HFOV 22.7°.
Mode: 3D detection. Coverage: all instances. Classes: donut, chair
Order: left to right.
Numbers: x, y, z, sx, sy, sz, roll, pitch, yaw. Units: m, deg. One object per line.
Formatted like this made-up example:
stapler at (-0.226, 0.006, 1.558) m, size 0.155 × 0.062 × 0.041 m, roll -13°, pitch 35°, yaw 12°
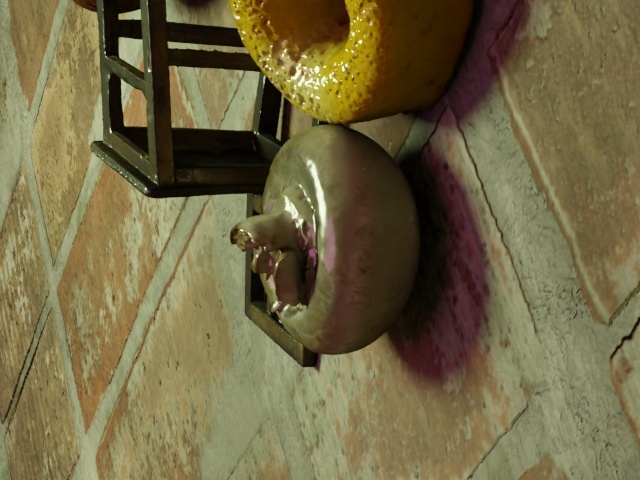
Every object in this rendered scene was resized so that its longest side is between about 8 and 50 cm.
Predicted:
chair at (-0.125, -0.079, 1.764) m, size 0.203 × 0.240 × 0.416 m, roll 33°, pitch 121°, yaw 58°
donut at (0.017, -0.229, 1.510) m, size 0.277 × 0.108 × 0.278 m, roll 34°, pitch 141°, yaw 33°

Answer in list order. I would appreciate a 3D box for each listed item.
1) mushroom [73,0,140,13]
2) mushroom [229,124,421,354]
mushroom at (-0.248, -0.456, 2.079) m, size 0.345 × 0.239 × 0.345 m, roll 167°, pitch 90°, yaw -84°
mushroom at (0.000, 0.000, 1.567) m, size 0.226 × 0.178 × 0.227 m, roll 177°, pitch 90°, yaw -75°
